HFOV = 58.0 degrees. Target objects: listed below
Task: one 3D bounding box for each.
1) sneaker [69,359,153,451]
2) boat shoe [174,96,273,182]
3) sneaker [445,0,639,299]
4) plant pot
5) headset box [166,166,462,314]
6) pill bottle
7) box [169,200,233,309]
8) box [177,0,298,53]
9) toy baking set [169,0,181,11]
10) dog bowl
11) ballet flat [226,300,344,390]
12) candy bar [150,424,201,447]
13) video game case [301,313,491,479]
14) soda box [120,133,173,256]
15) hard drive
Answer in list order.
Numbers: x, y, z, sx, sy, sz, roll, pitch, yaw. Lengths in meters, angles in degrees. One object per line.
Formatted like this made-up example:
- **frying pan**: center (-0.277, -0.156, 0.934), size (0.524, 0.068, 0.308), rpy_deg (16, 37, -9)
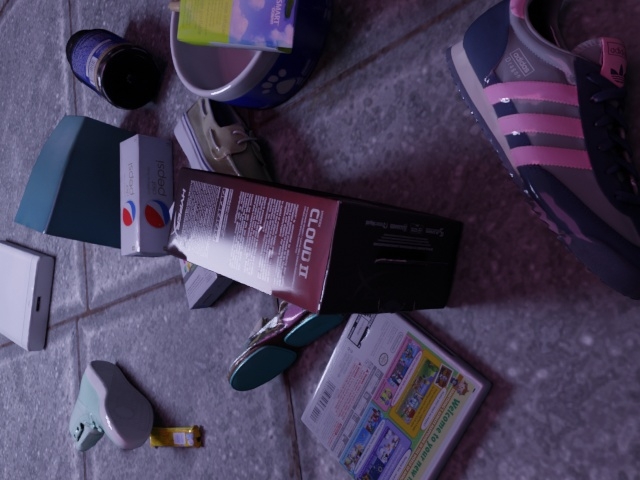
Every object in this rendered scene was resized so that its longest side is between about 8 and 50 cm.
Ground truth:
- **sneaker**: center (-0.397, 0.351, 1.085), size (0.256, 0.094, 0.151), rpy_deg (30, 101, 51)
- **boat shoe**: center (-0.140, -0.134, 0.879), size (0.302, 0.109, 0.094), rpy_deg (50, 117, 37)
- **sneaker**: center (0.233, -0.106, 0.521), size (0.131, 0.112, 0.319), rpy_deg (-43, 61, 36)
- **plant pot**: center (-0.470, -0.121, 1.157), size (0.165, 0.165, 0.235), rpy_deg (13, 88, 43)
- **headset box**: center (0.000, 0.000, 0.658), size (0.293, 0.218, 0.110), rpy_deg (16, 98, 44)
- **pill bottle**: center (-0.420, -0.348, 1.146), size (0.219, 0.122, 0.123), rpy_deg (35, 110, 39)
- **box**: center (-0.194, 0.000, 0.940), size (0.145, 0.038, 0.186), rpy_deg (-42, 58, 51)
- **box**: center (-0.097, -0.301, 0.737), size (0.178, 0.042, 0.109), rpy_deg (13, 102, 24)
- **toy baking set**: center (-0.137, -0.406, 0.804), size (0.256, 0.030, 0.197), rpy_deg (28, 106, 41)
- **dog bowl**: center (-0.110, -0.335, 0.867), size (0.264, 0.104, 0.265), rpy_deg (-5, 83, 42)
- **ballet flat**: center (-0.052, 0.126, 0.805), size (0.221, 0.076, 0.079), rpy_deg (-43, 41, 27)
- **candy bar**: center (-0.260, 0.343, 1.010), size (0.161, 0.018, 0.040), rpy_deg (-17, 78, 41)
- **video game case**: center (0.079, 0.198, 0.701), size (0.193, 0.023, 0.213), rpy_deg (38, 111, 38)
- **soda box**: center (-0.319, -0.079, 1.062), size (0.069, 0.073, 0.216), rpy_deg (-11, 79, 42)
- **hard drive**: center (-0.804, 0.133, 1.519), size (0.353, 0.047, 0.233), rpy_deg (10, 93, 44)
